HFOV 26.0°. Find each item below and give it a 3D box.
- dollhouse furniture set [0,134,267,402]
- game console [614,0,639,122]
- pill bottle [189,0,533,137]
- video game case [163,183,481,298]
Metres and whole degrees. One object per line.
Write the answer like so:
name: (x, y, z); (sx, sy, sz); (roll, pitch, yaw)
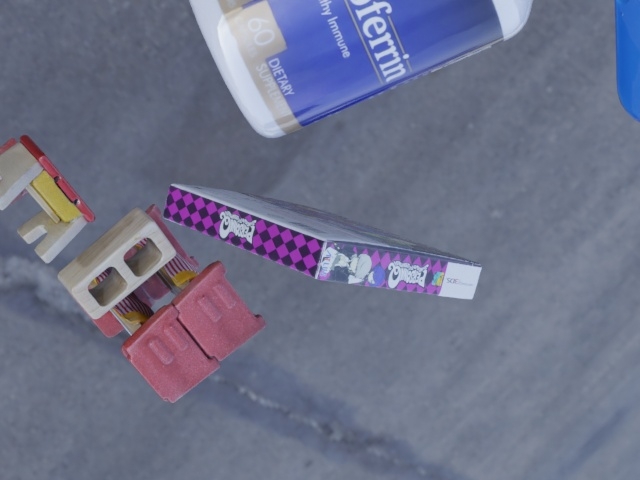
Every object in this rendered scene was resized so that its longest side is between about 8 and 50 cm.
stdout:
dollhouse furniture set: (-0.243, -0.006, 1.587); (0.152, 0.201, 0.374); (-41, 130, -10)
game console: (0.350, -0.193, 0.955); (0.250, 0.173, 0.293); (-15, 130, -4)
pill bottle: (0.051, -0.186, 0.944); (0.265, 0.153, 0.153); (-23, 153, 6)
video game case: (0.000, 0.000, 1.319); (0.210, 0.232, 0.041); (8, 98, -44)
